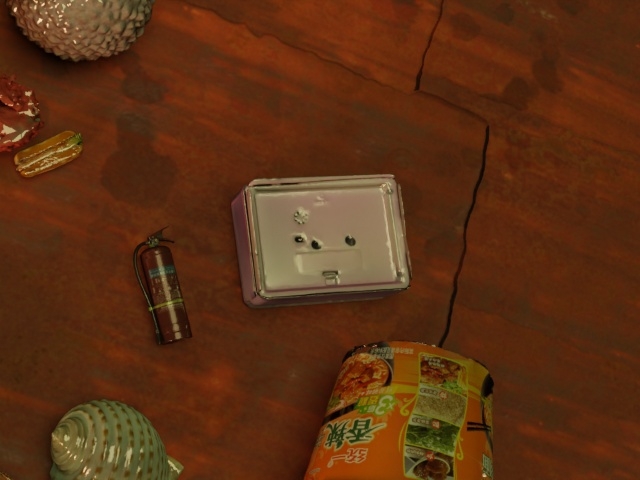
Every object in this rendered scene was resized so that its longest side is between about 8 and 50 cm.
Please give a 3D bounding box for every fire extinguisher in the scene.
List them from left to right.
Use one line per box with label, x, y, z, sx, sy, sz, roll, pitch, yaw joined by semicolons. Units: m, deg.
fire extinguisher;-0.180;0.051;1.527;0.056;0.039;0.132;-11;82;-30

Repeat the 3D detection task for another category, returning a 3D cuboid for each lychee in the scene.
lychee;-0.273;-0.287;1.502;0.165;0.165;0.197;-53;131;-21

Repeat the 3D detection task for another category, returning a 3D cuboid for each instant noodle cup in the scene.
instant noodle cup;0.096;0.228;1.494;0.230;0.230;0.182;20;62;-14

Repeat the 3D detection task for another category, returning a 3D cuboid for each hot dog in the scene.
hot dog;-0.307;-0.098;1.526;0.083;0.021;0.037;-24;76;-21

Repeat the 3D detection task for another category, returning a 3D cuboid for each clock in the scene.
clock;0.000;-0.001;1.581;0.193;0.073;0.144;-3;79;-20

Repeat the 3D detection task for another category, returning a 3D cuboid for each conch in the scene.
conch;-0.223;0.244;1.438;0.153;0.102;0.135;30;85;-11

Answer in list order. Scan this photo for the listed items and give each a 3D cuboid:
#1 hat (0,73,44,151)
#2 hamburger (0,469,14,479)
hat;-0.441;-0.149;1.445;0.286;0.107;0.236;9;85;-12
hamburger;-0.340;0.308;1.386;0.102;0.087;0.176;15;71;-14
